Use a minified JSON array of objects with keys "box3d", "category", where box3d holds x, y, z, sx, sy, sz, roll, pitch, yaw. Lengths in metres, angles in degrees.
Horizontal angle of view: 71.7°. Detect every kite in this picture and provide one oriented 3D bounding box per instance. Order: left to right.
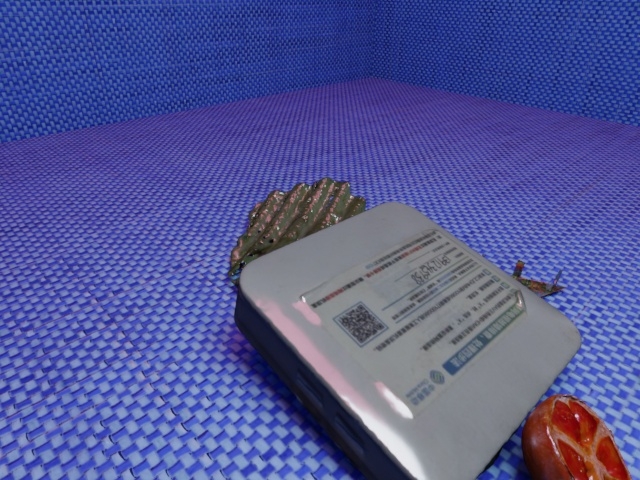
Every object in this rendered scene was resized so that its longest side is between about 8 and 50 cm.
[{"box3d":[0.389,0.083,0.884,0.182,0.010,0.160,12,35,25],"category":"kite"}]

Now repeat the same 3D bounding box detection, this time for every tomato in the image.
[{"box3d":[0.285,0.257,0.503,0.155,0.069,0.156,24,44,-25],"category":"tomato"}]

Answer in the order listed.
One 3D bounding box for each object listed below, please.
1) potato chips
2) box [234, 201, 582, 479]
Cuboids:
[{"box3d":[-0.001,-0.004,0.937,0.372,0.097,0.389,2,36,-2],"category":"potato chips"},{"box3d":[0.129,0.122,0.655,0.395,0.111,0.396,-24,52,-36],"category":"box"}]
